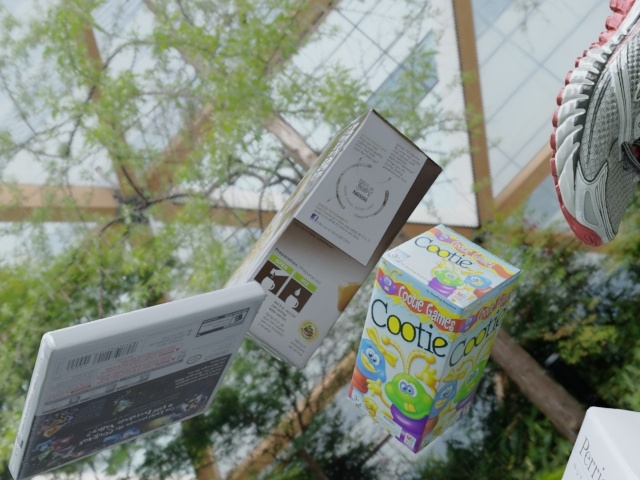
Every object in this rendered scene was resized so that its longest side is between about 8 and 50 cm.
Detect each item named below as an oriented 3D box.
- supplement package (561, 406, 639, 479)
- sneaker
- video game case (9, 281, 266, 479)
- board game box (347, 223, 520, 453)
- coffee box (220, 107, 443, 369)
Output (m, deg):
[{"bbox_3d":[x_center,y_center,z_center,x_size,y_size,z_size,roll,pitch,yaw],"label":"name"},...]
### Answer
[{"bbox_3d":[0.195,0.262,0.371,0.177,0.176,0.292,-91,13,-71],"label":"supplement package"},{"bbox_3d":[0.215,-0.099,0.475,0.088,0.093,0.225,38,-104,-52],"label":"sneaker"},{"bbox_3d":[-0.151,0.115,0.626,0.191,0.022,0.173,-13,-38,-42],"label":"video game case"},{"bbox_3d":[0.155,0.141,1.082,0.142,0.144,0.275,-24,-44,-41],"label":"board game box"},{"bbox_3d":[0.000,0.000,0.776,0.246,0.098,0.141,-54,11,-11],"label":"coffee box"}]
